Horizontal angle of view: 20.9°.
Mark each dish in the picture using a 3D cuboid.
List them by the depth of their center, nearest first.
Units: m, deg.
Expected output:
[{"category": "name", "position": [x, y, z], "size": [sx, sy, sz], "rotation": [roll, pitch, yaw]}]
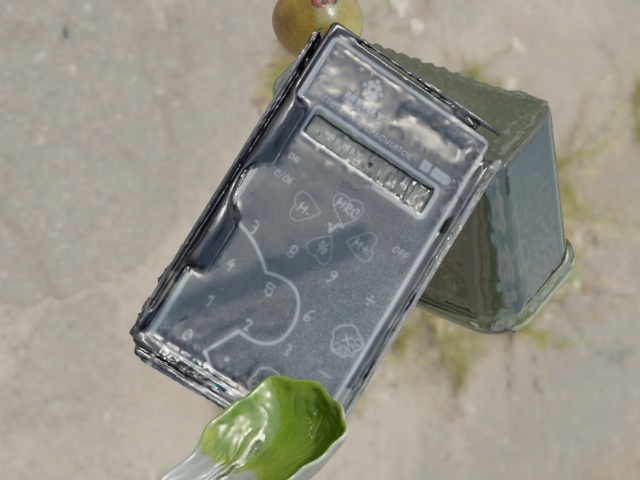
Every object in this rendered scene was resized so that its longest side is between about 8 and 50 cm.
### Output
[{"category": "dish", "position": [-0.043, 0.148, 1.118], "size": [0.137, 0.091, 0.039], "rotation": [-36, 129, -16]}]

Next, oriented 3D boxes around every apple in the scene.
[{"category": "apple", "position": [-0.003, -0.200, 1.605], "size": [0.084, 0.084, 0.071], "rotation": [23, 42, -57]}]

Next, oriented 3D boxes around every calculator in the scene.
[{"category": "calculator", "position": [0.000, 0.000, 1.209], "size": [0.166, 0.028, 0.274], "rotation": [32, 80, -8]}]

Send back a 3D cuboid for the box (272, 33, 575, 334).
[{"category": "box", "position": [0.073, -0.056, 1.435], "size": [0.138, 0.274, 0.178], "rotation": [-47, 145, -33]}]
